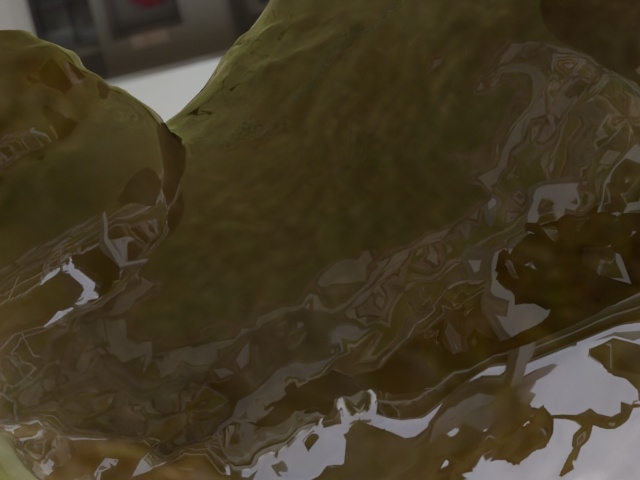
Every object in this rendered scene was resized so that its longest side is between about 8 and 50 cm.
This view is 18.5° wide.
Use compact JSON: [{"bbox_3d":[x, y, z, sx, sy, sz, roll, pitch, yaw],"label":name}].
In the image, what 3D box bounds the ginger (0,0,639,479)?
[{"bbox_3d":[0.000,0.000,0.504,0.221,0.276,0.130,25,167,-16],"label":"ginger"}]
